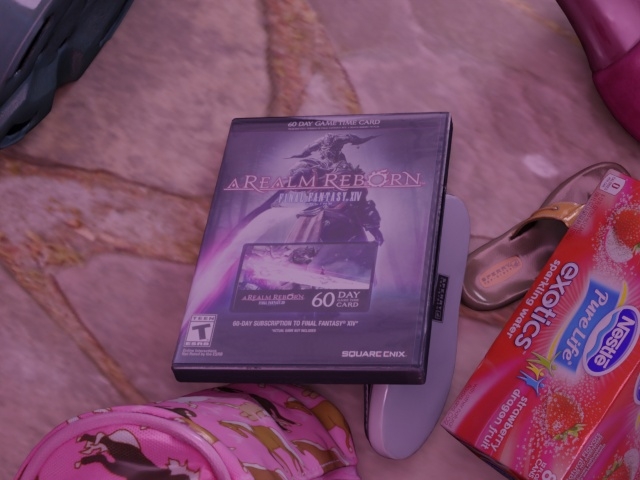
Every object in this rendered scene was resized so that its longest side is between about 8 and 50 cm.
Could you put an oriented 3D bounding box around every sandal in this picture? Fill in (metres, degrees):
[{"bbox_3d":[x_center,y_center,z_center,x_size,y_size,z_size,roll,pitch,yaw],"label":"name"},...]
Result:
[{"bbox_3d":[0.193,-0.001,1.296,0.180,0.049,0.072,-33,79,-1],"label":"sandal"}]

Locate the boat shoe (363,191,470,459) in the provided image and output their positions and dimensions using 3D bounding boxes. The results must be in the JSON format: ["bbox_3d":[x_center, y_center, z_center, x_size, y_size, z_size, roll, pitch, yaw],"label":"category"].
[{"bbox_3d":[0.065,0.068,1.284,0.076,0.080,0.229,1,78,45],"label":"boat shoe"}]

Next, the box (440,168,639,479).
[{"bbox_3d":[0.233,0.091,1.219,0.128,0.122,0.257,30,82,43],"label":"box"}]

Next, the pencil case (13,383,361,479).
[{"bbox_3d":[-0.080,0.184,1.120,0.160,0.386,0.167,-45,80,7],"label":"pencil case"}]

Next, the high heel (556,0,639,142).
[{"bbox_3d":[0.386,-0.236,1.309,0.377,0.127,0.181,-33,98,-1],"label":"high heel"}]

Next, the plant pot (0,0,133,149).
[{"bbox_3d":[-0.332,-0.268,1.257,0.334,0.341,0.341,35,84,1],"label":"plant pot"}]

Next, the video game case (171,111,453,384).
[{"bbox_3d":[0.000,0.000,1.241,0.196,0.026,0.274,-1,50,12],"label":"video game case"}]
